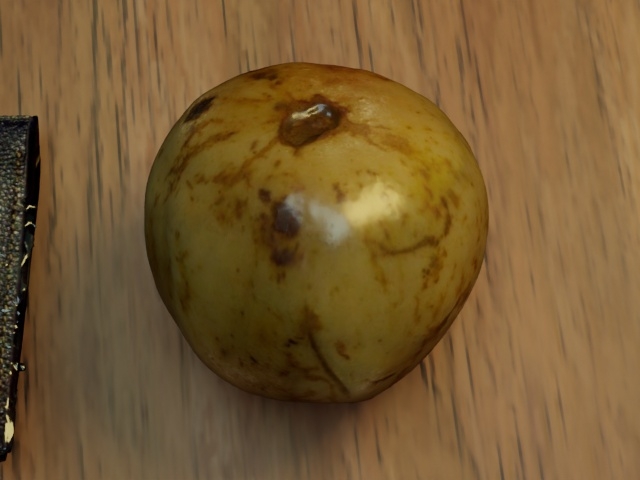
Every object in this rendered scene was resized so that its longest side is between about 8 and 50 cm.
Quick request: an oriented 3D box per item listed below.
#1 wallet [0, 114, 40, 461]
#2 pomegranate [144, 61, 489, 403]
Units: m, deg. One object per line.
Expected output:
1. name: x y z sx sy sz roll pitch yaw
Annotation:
1. wallet: -0.294 0.024 0.934 0.221 0.071 0.262 3 52 -8
2. pomegranate: 0.000 0.000 0.912 0.215 0.215 0.215 0 71 1
